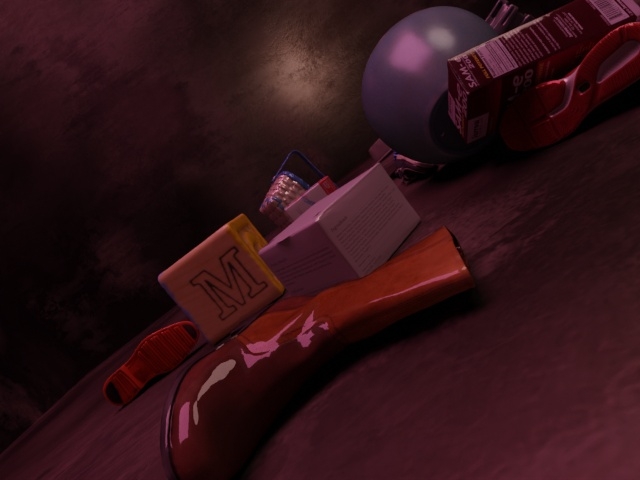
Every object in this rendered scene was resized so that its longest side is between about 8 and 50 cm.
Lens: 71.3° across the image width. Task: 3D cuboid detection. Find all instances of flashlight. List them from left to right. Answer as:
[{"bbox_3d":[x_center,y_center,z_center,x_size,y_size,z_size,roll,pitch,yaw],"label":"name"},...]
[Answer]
[{"bbox_3d":[0.337,-0.336,0.955,0.103,0.103,0.304,3,-47,-38],"label":"flashlight"}]

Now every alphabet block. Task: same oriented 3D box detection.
[{"bbox_3d":[-0.208,0.079,1.016,0.197,0.193,0.192,-36,9,8],"label":"alphabet block"}]

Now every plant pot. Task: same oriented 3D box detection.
[{"bbox_3d":[0.236,-0.257,0.825,0.290,0.290,0.195,-35,32,17],"label":"plant pot"}]

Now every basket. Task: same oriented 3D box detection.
[{"bbox_3d":[-0.083,-0.177,1.714,0.289,0.255,0.201,-54,12,-24],"label":"basket"}]

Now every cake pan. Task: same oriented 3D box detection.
[{"bbox_3d":[0.258,-0.342,1.363,0.293,0.054,0.293,-42,1,1],"label":"cake pan"}]

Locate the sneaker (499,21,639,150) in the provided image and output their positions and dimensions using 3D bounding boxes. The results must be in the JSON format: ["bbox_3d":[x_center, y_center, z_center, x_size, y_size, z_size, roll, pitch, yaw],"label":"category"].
[{"bbox_3d":[0.361,-0.196,0.599,0.128,0.087,0.221,-19,-6,-30],"label":"sneaker"}]

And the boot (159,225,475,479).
[{"bbox_3d":[0.016,0.100,0.419,0.280,0.096,0.264,-27,4,21],"label":"boot"}]

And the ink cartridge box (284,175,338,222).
[{"bbox_3d":[-0.013,-0.103,1.432,0.176,0.127,0.128,-39,8,0],"label":"ink cartridge box"}]

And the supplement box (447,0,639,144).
[{"bbox_3d":[0.310,-0.247,0.647,0.239,0.073,0.130,-23,-25,8],"label":"supplement box"}]

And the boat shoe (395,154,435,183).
[{"bbox_3d":[0.225,-0.169,1.083,0.206,0.075,0.065,-106,25,-76],"label":"boat shoe"}]

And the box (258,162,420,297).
[{"bbox_3d":[0.029,-0.006,0.719,0.182,0.119,0.181,-44,10,-37],"label":"box"}]

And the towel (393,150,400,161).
[{"bbox_3d":[0.363,-0.329,1.249,0.243,0.040,0.336,-14,22,43],"label":"towel"}]

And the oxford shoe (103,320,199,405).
[{"bbox_3d":[-0.395,0.278,1.070,0.271,0.097,0.098,-37,2,5],"label":"oxford shoe"}]
